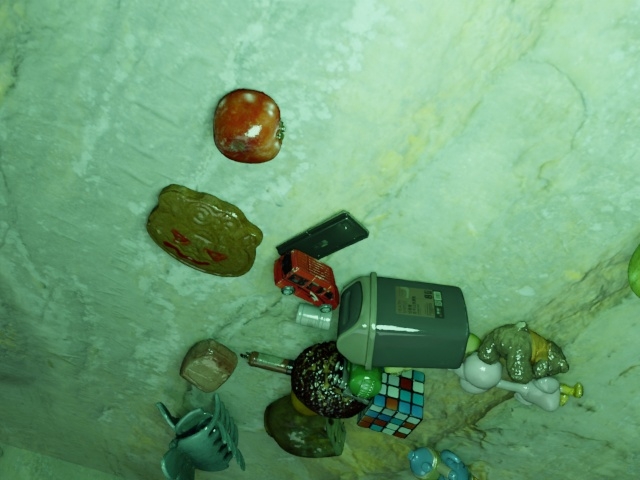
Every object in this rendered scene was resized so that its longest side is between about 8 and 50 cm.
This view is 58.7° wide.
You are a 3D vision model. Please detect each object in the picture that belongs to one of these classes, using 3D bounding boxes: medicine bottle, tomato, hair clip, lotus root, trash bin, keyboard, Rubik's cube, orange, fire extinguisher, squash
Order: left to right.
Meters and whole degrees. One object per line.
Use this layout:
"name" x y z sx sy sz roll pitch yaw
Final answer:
"hair clip" -0.429 0.726 2.046 0.238 0.392 0.318 -17 133 -4
"tomato" -0.141 -0.197 1.078 0.138 0.091 0.159 11 141 6
"fire extinguisher" -0.164 0.372 1.745 0.177 0.050 0.062 14 177 2
"lotus root" -0.070 0.639 1.941 0.260 0.149 0.267 -2 133 17
"medicine bottle" -0.017 0.202 1.505 0.091 0.058 0.058 12 139 2
"orange" -0.018 0.453 1.724 0.159 0.159 0.136 -37 75 41
"keyboard" 0.000 0.000 1.304 0.230 0.025 0.093 -26 127 37
"Rubik's cube" 0.206 0.465 1.666 0.154 0.151 0.155 17 139 -4
"trash bin" 0.186 0.192 1.329 0.290 0.210 0.182 4 126 3
"squash" 0.294 0.272 1.438 0.252 0.169 0.093 6 116 9

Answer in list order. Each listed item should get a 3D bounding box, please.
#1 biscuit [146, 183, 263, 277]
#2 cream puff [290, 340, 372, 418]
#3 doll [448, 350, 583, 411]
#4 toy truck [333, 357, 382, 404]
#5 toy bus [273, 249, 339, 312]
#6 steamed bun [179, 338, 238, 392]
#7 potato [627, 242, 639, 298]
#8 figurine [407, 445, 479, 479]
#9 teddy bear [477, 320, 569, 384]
"biscuit" -0.276 -0.009 1.357 0.272 0.049 0.257 25 137 -14
"cream puff" 0.039 0.372 1.565 0.238 0.239 0.165 17 108 -3
"doll" 0.513 0.385 1.537 0.365 0.094 0.160 18 147 -3
"toy truck" 0.107 0.295 1.440 0.101 0.243 0.125 23 126 -10
"toy bus" -0.018 0.097 1.357 0.195 0.081 0.089 29 129 -33
"steamed bun" -0.350 0.381 1.767 0.145 0.106 0.175 40 119 -20
"potato" 0.698 0.013 0.996 0.215 0.216 0.304 29 146 -17
"figurine" 0.433 0.815 1.991 0.262 0.154 0.180 34 146 -27
"teddy bear" 0.513 0.279 1.405 0.190 0.140 0.177 22 -179 -22
